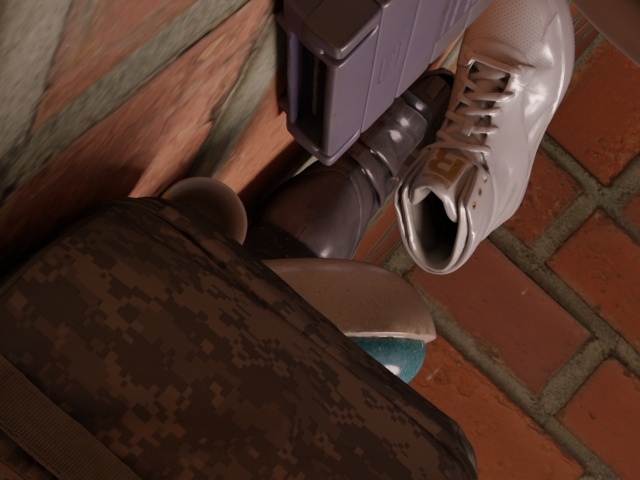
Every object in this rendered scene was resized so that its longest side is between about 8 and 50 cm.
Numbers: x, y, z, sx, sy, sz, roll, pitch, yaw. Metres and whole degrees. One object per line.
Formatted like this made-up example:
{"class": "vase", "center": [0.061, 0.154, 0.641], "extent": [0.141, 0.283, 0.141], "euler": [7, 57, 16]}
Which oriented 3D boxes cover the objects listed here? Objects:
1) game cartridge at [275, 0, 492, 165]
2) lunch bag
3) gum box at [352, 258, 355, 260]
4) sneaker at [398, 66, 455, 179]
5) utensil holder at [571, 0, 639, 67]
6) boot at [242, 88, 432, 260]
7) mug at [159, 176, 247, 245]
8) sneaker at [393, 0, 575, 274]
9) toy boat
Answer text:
{"class": "game cartridge", "center": [0.067, -0.174, 1.130], "extent": [0.230, 0.068, 0.355], "euler": [-50, 175, -7]}
{"class": "lunch bag", "center": [-0.075, 0.126, 0.963], "extent": [0.212, 0.305, 0.256], "euler": [-50, 178, 5]}
{"class": "gum box", "center": [-0.048, 0.067, 1.791], "extent": [0.188, 0.107, 0.062], "euler": [-43, 174, -38]}
{"class": "sneaker", "center": [0.132, -0.123, 1.803], "extent": [0.115, 0.105, 0.281], "euler": [-48, 175, 15]}
{"class": "utensil holder", "center": [0.317, -0.279, 0.847], "extent": [0.385, 0.327, 0.327], "euler": [-45, 175, -31]}
{"class": "boot", "center": [0.010, -0.024, 1.587], "extent": [0.222, 0.118, 0.338], "euler": [-54, -176, -14]}
{"class": "mug", "center": [-0.092, -0.010, 1.179], "extent": [0.064, 0.078, 0.062], "euler": [154, -52, -79]}
{"class": "sneaker", "center": [0.149, -0.104, 1.616], "extent": [0.169, 0.108, 0.292], "euler": [-45, 149, -50]}
{"class": "toy boat", "center": [-0.041, 0.106, 1.296], "extent": [0.268, 0.148, 0.318], "euler": [-7, 169, 6]}
